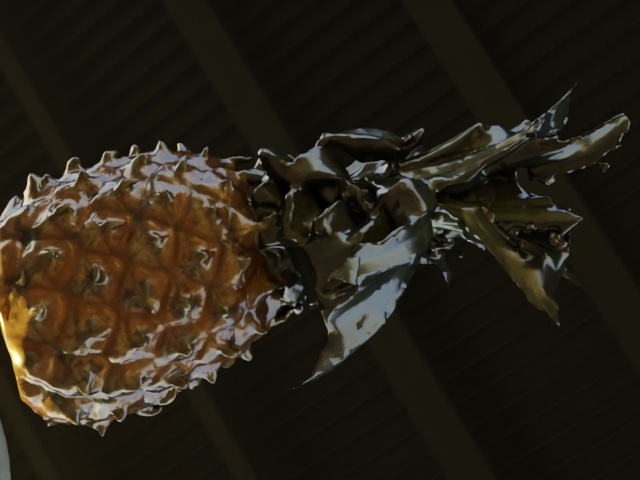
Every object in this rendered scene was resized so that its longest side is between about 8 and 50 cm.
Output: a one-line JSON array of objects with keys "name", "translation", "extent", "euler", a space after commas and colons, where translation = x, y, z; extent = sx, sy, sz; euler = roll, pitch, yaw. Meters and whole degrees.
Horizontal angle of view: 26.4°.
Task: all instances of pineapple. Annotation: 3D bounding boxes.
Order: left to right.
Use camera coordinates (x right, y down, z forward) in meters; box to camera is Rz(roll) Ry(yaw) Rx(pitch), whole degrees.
[{"name": "pineapple", "translation": [-0.001, 0.000, 0.771], "extent": [0.364, 0.165, 0.166], "euler": [-13, -93, 1]}]

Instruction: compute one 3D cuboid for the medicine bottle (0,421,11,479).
[{"name": "medicine bottle", "translation": [-0.389, 0.175, 1.001], "extent": [0.232, 0.238, 0.238], "euler": [-30, -99, 17]}]
